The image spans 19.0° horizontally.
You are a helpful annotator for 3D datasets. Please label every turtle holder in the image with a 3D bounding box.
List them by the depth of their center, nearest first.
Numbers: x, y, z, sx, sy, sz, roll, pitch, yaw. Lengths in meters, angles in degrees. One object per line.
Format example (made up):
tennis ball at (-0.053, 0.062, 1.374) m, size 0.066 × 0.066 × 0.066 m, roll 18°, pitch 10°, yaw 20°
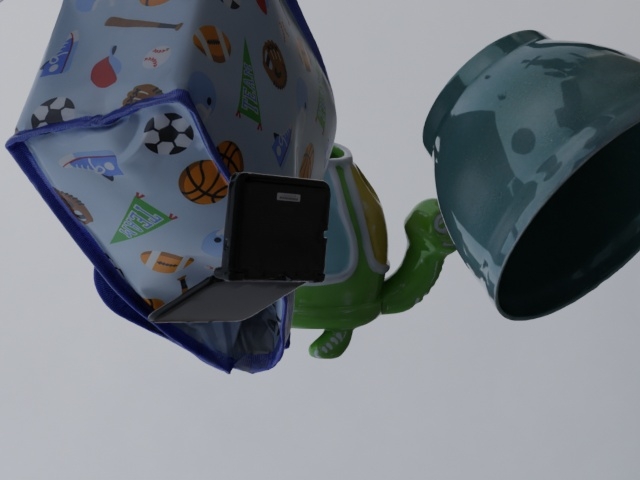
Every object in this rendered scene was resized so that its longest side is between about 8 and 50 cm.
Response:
turtle holder at (-0.012, 0.003, 2.277) m, size 0.243 × 0.320 × 0.227 m, roll -30°, pitch -49°, yaw -66°

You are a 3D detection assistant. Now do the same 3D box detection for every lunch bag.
lunch bag at (-0.120, -0.096, 1.937) m, size 0.385 × 0.239 × 0.327 m, roll 56°, pitch -147°, yaw -41°

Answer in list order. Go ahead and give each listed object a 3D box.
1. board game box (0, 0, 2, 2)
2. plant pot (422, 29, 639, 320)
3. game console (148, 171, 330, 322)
board game box at (-0.406, -0.365, 2.033) m, size 0.233 × 0.078 × 0.347 m, roll 50°, pitch 178°, yaw -7°
plant pot at (0.228, -0.090, 1.948) m, size 0.293 × 0.196 × 0.293 m, roll -33°, pitch -27°, yaw -19°
game console at (-0.055, 0.007, 1.321) m, size 0.122 × 0.071 × 0.107 m, roll 2°, pitch -87°, yaw -59°
